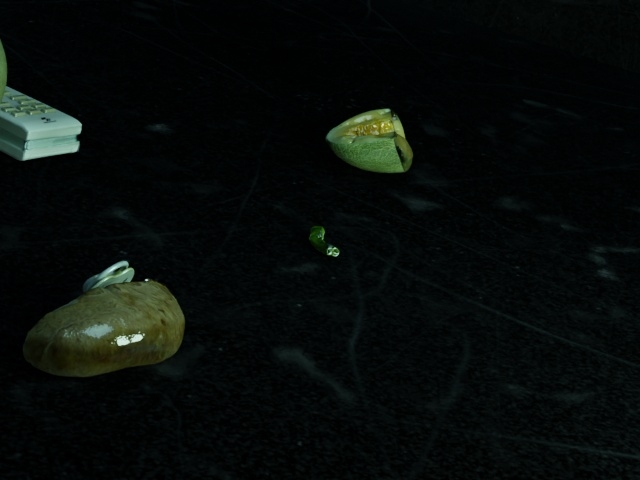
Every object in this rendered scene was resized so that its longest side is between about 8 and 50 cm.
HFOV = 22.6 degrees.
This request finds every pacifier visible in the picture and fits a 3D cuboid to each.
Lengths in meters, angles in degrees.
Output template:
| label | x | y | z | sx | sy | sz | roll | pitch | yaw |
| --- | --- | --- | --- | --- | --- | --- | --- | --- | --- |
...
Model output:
| label | x | y | z | sx | sy | sz | roll | pitch | yaw |
| --- | --- | --- | --- | --- | --- | --- | --- | --- | --- |
| pacifier | -0.222 | 0.061 | 1.745 | 0.064 | 0.068 | 0.083 | 47 | 29 | 11 |

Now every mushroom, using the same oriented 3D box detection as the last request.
| label | x | y | z | sx | sy | sz | roll | pitch | yaw |
| --- | --- | --- | --- | --- | --- | --- | --- | --- | --- |
| mushroom | -0.203 | 0.092 | 1.649 | 0.210 | 0.072 | 0.094 | -10 | 39 | -46 |

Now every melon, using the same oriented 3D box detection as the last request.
| label | x | y | z | sx | sy | sz | roll | pitch | yaw |
| --- | --- | --- | --- | --- | --- | --- | --- | --- | --- |
| melon | 0.074 | -0.140 | 2.416 | 0.128 | 0.079 | 0.160 | -5 | 22 | 4 |

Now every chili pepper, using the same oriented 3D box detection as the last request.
| label | x | y | z | sx | sy | sz | roll | pitch | yaw |
| --- | --- | --- | --- | --- | --- | --- | --- | --- | --- |
| chili pepper | 0.000 | 0.000 | 2.077 | 0.027 | 0.022 | 0.083 | -26 | 30 | -5 |

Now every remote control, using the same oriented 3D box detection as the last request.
| label | x | y | z | sx | sy | sz | roll | pitch | yaw |
| --- | --- | --- | --- | --- | --- | --- | --- | --- | --- |
| remote control | -0.467 | -0.187 | 2.239 | 0.277 | 0.055 | 0.103 | 26 | 24 | 31 |

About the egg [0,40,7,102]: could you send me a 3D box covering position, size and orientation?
| label | x | y | z | sx | sy | sz | roll | pitch | yaw |
| --- | --- | --- | --- | --- | --- | --- | --- | --- | --- |
| egg | -0.545 | -0.227 | 2.077 | 0.296 | 0.218 | 0.218 | 13 | 18 | 29 |
